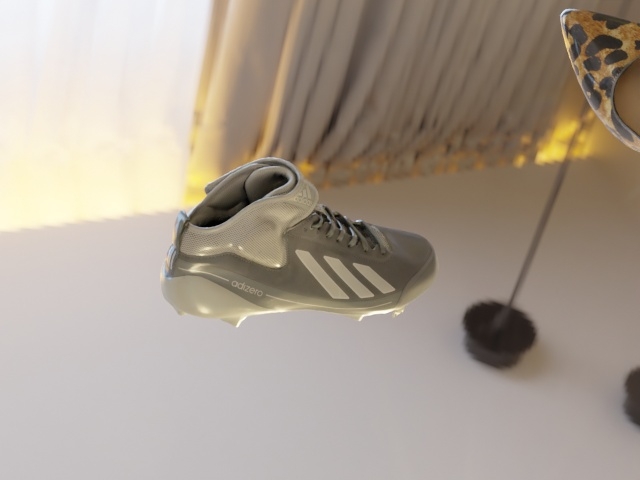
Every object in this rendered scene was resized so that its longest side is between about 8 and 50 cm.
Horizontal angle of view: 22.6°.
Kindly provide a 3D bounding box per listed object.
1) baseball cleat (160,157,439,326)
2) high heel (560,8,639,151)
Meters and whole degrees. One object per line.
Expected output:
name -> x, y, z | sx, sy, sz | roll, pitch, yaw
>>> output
baseball cleat -> 0.000, 0.000, 1.016 | 0.205, 0.109, 0.072 | -9, -140, -34
high heel -> 0.268, -0.099, 1.162 | 0.261, 0.093, 0.186 | 45, -175, 13
